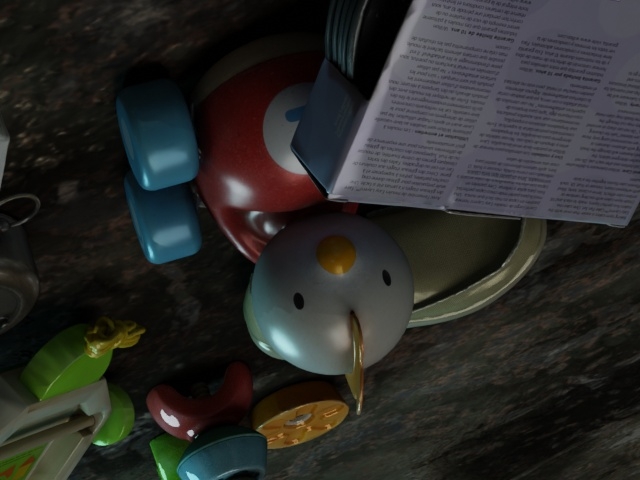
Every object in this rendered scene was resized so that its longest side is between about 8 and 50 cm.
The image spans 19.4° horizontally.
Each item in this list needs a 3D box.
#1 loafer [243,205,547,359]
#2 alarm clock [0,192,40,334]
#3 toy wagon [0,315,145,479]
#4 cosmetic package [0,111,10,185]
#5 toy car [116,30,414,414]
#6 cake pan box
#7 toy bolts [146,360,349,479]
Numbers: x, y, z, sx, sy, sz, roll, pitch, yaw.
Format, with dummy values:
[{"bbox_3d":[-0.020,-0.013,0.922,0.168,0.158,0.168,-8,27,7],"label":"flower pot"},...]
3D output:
[{"bbox_3d":[0.057,0.024,1.527,0.269,0.102,0.092,-24,161,9],"label":"loafer"},{"bbox_3d":[-0.258,0.024,1.340,0.129,0.064,0.192,4,142,-42],"label":"alarm clock"},{"bbox_3d":[-0.261,0.180,1.551,0.344,0.068,0.267,-56,162,23],"label":"toy wagon"},{"bbox_3d":[-0.259,-0.075,0.944,0.138,0.224,0.224,-8,152,-21],"label":"cosmetic package"},{"bbox_3d":[0.000,0.000,1.276,0.219,0.238,0.210,-16,154,-11],"label":"toy car"},{"bbox_3d":[0.133,-0.131,1.174,0.267,0.070,0.245,4,120,-33],"label":"cake pan box"},{"bbox_3d":[-0.061,0.225,1.769,0.218,0.158,0.228,-19,155,-4],"label":"toy bolts"}]
